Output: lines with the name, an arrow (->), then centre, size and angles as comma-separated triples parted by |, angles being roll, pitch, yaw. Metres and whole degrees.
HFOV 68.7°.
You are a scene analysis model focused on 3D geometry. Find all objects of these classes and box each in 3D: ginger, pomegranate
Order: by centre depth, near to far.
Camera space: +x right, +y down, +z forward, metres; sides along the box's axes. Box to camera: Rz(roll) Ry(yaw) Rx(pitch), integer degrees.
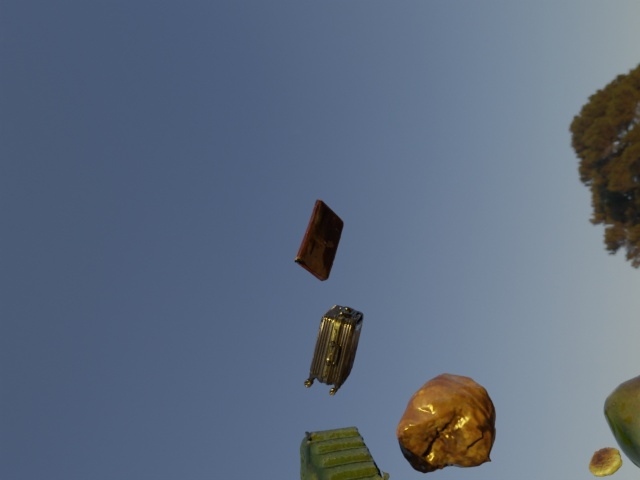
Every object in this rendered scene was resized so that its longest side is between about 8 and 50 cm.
pomegranate -> 0.501, 0.261, 0.687 | 0.131, 0.152, 0.191 | 60, -169, 26
ginger -> 0.336, 0.478, 1.269 | 0.223, 0.269, 0.200 | -68, -29, -77

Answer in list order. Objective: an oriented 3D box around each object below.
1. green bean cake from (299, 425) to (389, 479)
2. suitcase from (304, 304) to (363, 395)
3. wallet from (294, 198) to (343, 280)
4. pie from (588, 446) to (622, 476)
green bean cake -> 0.047, 0.570, 1.014 | 0.156, 0.250, 0.247 | -5, -76, -12
suitcase -> 0.024, 0.167, 0.734 | 0.086, 0.059, 0.126 | -19, -58, -73
wallet -> 0.000, 0.000, 1.020 | 0.095, 0.026, 0.176 | 40, -134, -27
pie -> 0.640, 0.500, 1.056 | 0.084, 0.084, 0.020 | -34, -98, -40
